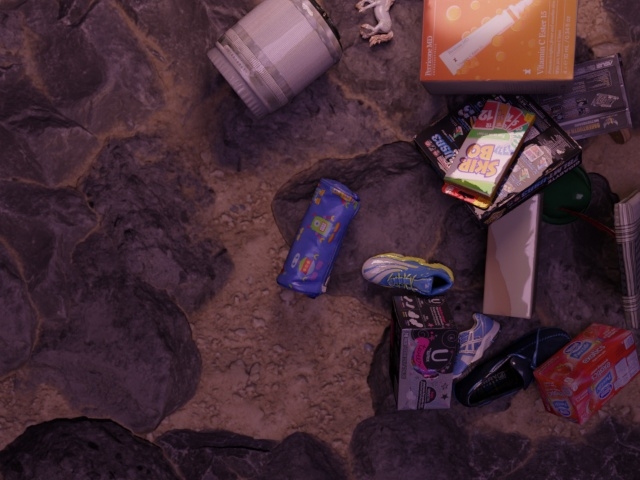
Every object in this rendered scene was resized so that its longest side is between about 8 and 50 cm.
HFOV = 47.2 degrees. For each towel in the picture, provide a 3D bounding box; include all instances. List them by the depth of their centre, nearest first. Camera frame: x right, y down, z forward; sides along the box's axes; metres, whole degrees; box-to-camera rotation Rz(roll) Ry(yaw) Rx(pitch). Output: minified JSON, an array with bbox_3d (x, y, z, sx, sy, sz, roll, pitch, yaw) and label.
[{"bbox_3d":[0.796,0.033,1.819,0.056,0.324,0.313,-4,99,33],"label":"towel"}]

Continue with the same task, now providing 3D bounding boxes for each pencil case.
[{"bbox_3d":[0.000,0.000,1.845,0.133,0.119,0.306,25,96,18],"label":"pencil case"}]

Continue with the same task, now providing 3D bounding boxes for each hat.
[{"bbox_3d":[0.641,-0.109,1.836,0.208,0.183,0.173,14,98,-5],"label":"hat"}]

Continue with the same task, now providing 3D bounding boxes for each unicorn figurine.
[{"bbox_3d":[0.146,-0.572,1.819,0.111,0.060,0.162,-11,114,-2],"label":"unicorn figurine"}]

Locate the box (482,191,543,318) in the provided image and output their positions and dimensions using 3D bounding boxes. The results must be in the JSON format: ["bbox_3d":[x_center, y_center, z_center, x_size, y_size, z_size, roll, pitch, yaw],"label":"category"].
[{"bbox_3d":[0.489,0.028,1.852,0.121,0.148,0.311,5,96,21],"label":"box"}]

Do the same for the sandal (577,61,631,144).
[{"bbox_3d":[0.696,-0.331,1.861,0.079,0.088,0.240,-38,103,-4],"label":"sandal"}]

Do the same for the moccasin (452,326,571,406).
[{"bbox_3d":[0.518,0.352,1.921,0.341,0.117,0.138,-34,98,0],"label":"moccasin"}]

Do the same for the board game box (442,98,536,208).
[{"bbox_3d":[0.396,-0.207,1.739,0.124,0.039,0.260,25,80,27],"label":"board game box"}]

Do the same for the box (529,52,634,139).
[{"bbox_3d":[0.640,-0.344,1.818,0.230,0.056,0.183,-12,99,30],"label":"box"}]

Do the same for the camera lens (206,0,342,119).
[{"bbox_3d":[-0.103,-0.447,1.733,0.274,0.219,0.219,-39,98,2],"label":"camera lens"}]

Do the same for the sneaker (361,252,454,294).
[{"bbox_3d":[0.229,0.087,1.867,0.239,0.126,0.091,4,97,-4],"label":"sneaker"}]

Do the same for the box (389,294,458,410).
[{"bbox_3d":[0.255,0.281,1.840,0.142,0.163,0.248,-2,117,-2],"label":"box"}]

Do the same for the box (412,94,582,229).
[{"bbox_3d":[0.427,-0.222,1.791,0.293,0.073,0.296,-35,60,3],"label":"box"}]

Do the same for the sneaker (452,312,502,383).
[{"bbox_3d":[0.386,0.285,1.925,0.081,0.080,0.211,38,75,4],"label":"sneaker"}]

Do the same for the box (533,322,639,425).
[{"bbox_3d":[0.683,0.335,1.871,0.256,0.122,0.128,-31,111,-25],"label":"box"}]

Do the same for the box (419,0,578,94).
[{"bbox_3d":[0.420,-0.465,1.727,0.345,0.168,0.215,3,91,17],"label":"box"}]
